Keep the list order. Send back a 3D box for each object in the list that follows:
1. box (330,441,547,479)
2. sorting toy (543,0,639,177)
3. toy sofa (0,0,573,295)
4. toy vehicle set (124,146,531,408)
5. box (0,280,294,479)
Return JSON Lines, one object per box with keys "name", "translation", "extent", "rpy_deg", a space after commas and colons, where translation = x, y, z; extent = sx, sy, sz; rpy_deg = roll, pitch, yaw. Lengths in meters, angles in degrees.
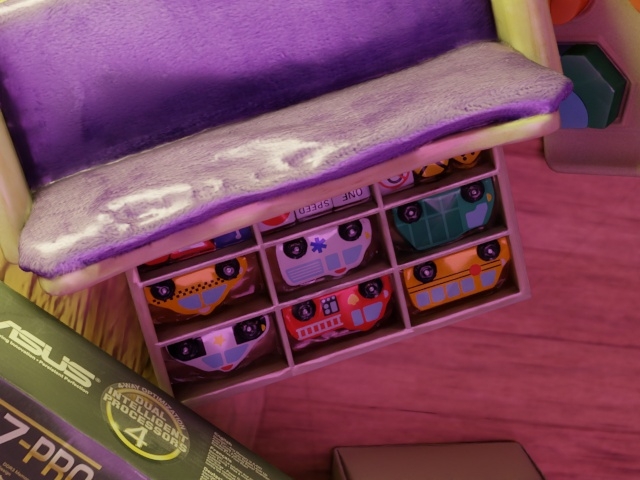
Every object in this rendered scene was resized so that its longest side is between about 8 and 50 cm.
{"name": "box", "translation": [0.082, 0.274, 1.298], "extent": [0.148, 0.127, 0.232], "rpy_deg": [0, 110, -12]}
{"name": "sorting toy", "translation": [0.194, -0.133, 1.146], "extent": [0.038, 0.193, 0.208], "rpy_deg": [-35, 118, -39]}
{"name": "toy sofa", "translation": [-0.041, -0.112, 1.094], "extent": [0.362, 0.177, 0.150], "rpy_deg": [-18, 114, -6]}
{"name": "toy vehicle set", "translation": [0.000, 0.000, 1.223], "extent": [0.267, 0.035, 0.166], "rpy_deg": [-18, 113, -7]}
{"name": "box", "translation": [-0.144, 0.255, 1.172], "extent": [0.395, 0.097, 0.318], "rpy_deg": [35, 118, -11]}
